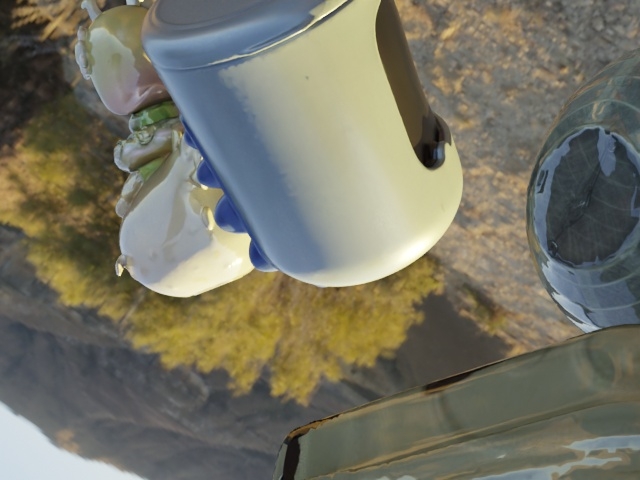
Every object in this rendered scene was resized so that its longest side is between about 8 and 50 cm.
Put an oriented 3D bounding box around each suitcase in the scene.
[{"bbox_3d":[0.166,0.201,0.415,0.339,0.194,0.351,-25,126,34],"label":"suitcase"}]

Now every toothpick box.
[{"bbox_3d":[-0.007,-0.105,0.856,0.263,0.263,0.355,22,147,48],"label":"toothpick box"}]

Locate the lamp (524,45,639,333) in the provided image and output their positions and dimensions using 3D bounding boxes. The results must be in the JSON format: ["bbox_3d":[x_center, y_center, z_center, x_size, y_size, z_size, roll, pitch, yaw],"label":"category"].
[{"bbox_3d":[0.264,-0.025,0.564,0.233,0.233,0.265,34,142,7],"label":"lamp"}]

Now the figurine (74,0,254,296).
[{"bbox_3d":[-0.188,-0.127,1.070,0.274,0.226,0.395,-13,97,69],"label":"figurine"}]
